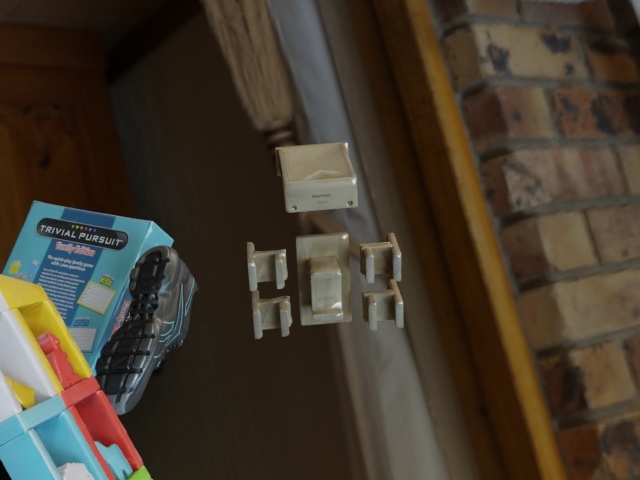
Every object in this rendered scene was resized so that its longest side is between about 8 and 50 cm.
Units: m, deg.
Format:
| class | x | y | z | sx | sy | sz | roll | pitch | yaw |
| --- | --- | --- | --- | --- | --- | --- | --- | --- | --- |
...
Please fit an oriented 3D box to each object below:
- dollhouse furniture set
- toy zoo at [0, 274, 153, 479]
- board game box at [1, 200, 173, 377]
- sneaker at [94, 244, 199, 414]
| class | x | y | z | sx | sy | sz | roll | pitch | yaw |
| --- | --- | --- | --- | --- | --- | --- | --- | --- | --- |
| dollhouse furniture set | 0.000 | 0.000 | 1.529 | 0.212 | 0.242 | 0.161 | -5 | -157 | -3 |
| toy zoo | -0.207 | 0.133 | 0.820 | 0.030 | 0.293 | 0.192 | -30 | 178 | 4 |
| board game box | -0.413 | 0.116 | 1.718 | 0.253 | 0.336 | 0.079 | 10 | 159 | 28 |
| sneaker | -0.241 | 0.139 | 1.556 | 0.101 | 0.267 | 0.106 | -5 | 143 | 33 |
